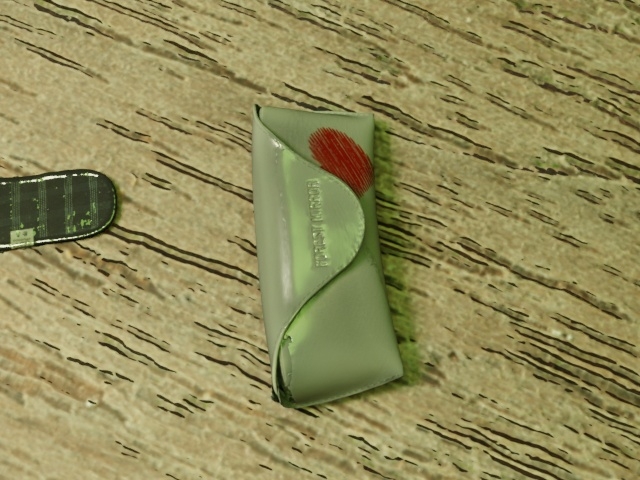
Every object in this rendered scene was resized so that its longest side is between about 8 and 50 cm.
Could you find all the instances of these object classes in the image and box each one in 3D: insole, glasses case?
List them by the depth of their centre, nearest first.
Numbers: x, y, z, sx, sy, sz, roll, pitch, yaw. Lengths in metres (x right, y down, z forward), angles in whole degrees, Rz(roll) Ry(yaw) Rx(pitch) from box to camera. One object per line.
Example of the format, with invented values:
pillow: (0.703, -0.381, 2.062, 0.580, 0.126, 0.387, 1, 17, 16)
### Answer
glasses case: (0.002, 0.000, 1.095, 0.128, 0.083, 0.308, -6, 72, 0)
insole: (-0.357, -0.017, 1.146, 0.310, 0.012, 0.110, -7, 71, -1)
